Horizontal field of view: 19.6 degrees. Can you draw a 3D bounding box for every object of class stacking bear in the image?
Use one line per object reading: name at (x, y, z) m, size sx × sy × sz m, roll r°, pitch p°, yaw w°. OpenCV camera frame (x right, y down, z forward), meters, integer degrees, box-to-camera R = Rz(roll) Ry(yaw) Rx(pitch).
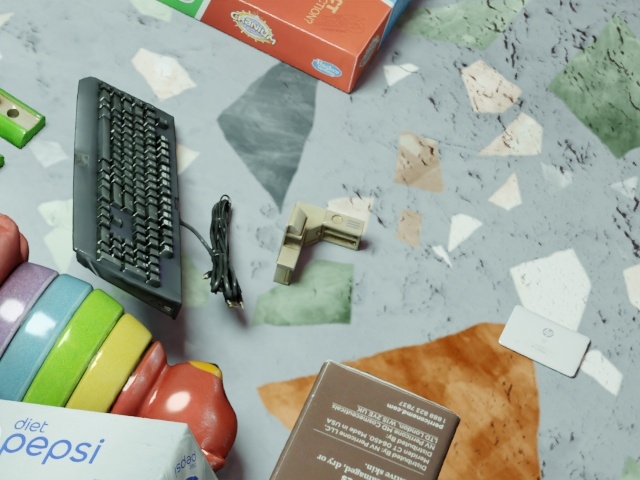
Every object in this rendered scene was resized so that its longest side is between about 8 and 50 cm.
stacking bear at (-0.207, 0.123, 1.703) m, size 0.289 × 0.175 × 0.164 m, roll 30°, pitch 82°, yaw 0°

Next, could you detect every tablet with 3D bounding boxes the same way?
tablet at (0.227, 0.101, 1.884) m, size 0.083 × 0.006 × 0.054 m, roll 25°, pitch 54°, yaw 7°

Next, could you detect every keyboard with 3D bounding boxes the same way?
keyboard at (-0.156, -0.037, 1.830) m, size 0.201 × 0.033 × 0.317 m, roll 31°, pitch 29°, yaw -26°

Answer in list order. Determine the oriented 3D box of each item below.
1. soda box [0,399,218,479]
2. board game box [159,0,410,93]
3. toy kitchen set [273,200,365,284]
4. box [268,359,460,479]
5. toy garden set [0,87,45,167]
soda box at (-0.238, 0.205, 1.604) m, size 0.286 × 0.091 × 0.098 m, roll 4°, pitch 48°, yaw 26°
board game box at (-0.050, -0.329, 2.102) m, size 0.316 × 0.064 × 0.242 m, roll 26°, pitch 55°, yaw 9°
toy kitchen set at (0.000, 0.000, 1.876) m, size 0.075 × 0.068 × 0.083 m, roll 17°, pitch 54°, yaw 2°
box at (-0.015, 0.313, 1.577) m, size 0.143 × 0.191 × 0.381 m, roll 23°, pitch 55°, yaw 7°
toy garden set at (-0.435, -0.111, 1.888) m, size 0.204 × 0.049 × 0.244 m, roll 32°, pitch 56°, yaw 13°
